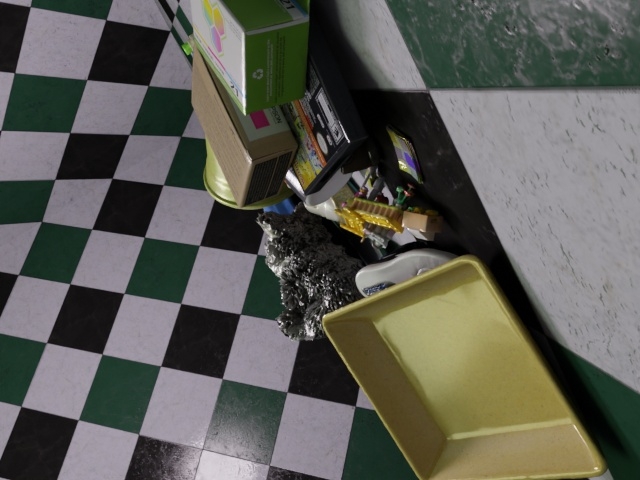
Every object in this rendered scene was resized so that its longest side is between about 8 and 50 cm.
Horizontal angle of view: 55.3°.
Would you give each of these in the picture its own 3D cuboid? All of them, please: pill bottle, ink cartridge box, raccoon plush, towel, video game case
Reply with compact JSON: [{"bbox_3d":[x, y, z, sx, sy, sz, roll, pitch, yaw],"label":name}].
[{"bbox_3d":[-0.055,-0.193,1.171,0.246,0.130,0.130,48,172,17],"label":"pill bottle"},{"bbox_3d":[-0.137,-0.201,1.035,0.235,0.088,0.193,65,159,12],"label":"ink cartridge box"},{"bbox_3d":[-0.096,-0.325,0.781,0.189,0.097,0.255,55,157,32],"label":"ink cartridge box"},{"bbox_3d":[0.057,0.037,1.315,0.216,0.446,0.299,-13,-90,-56],"label":"raccoon plush"},{"bbox_3d":[0.117,-0.121,0.854,0.060,0.009,0.083,50,171,47],"label":"towel"},{"bbox_3d":[-0.034,-0.229,0.918,0.275,0.035,0.248,67,161,5],"label":"video game case"}]

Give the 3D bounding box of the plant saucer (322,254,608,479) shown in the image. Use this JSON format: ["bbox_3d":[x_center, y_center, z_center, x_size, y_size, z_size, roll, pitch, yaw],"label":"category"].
[{"bbox_3d":[0.201,0.194,0.898,0.332,0.081,0.333,-30,92,47],"label":"plant saucer"}]

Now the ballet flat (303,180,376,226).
[{"bbox_3d":[-0.009,-0.130,1.344,0.349,0.123,0.123,55,174,22],"label":"ballet flat"}]

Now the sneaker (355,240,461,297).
[{"bbox_3d":[0.166,0.034,0.982,0.216,0.121,0.079,-11,106,47],"label":"sneaker"}]

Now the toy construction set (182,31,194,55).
[{"bbox_3d":[-0.290,-0.477,1.743,0.215,0.151,0.328,54,163,23],"label":"toy construction set"}]

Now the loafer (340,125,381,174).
[{"bbox_3d":[0.010,-0.198,0.993,0.220,0.078,0.080,55,174,20],"label":"loafer"}]

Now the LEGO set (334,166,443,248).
[{"bbox_3d":[0.107,-0.064,0.983,0.132,0.107,0.287,29,170,-7],"label":"LEGO set"}]

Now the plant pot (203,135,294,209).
[{"bbox_3d":[-0.179,-0.263,1.506,0.276,0.276,0.254,53,161,36],"label":"plant pot"}]

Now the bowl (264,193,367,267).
[{"bbox_3d":[0.000,0.000,1.660,0.391,0.077,0.391,46,-169,-11],"label":"bowl"}]
